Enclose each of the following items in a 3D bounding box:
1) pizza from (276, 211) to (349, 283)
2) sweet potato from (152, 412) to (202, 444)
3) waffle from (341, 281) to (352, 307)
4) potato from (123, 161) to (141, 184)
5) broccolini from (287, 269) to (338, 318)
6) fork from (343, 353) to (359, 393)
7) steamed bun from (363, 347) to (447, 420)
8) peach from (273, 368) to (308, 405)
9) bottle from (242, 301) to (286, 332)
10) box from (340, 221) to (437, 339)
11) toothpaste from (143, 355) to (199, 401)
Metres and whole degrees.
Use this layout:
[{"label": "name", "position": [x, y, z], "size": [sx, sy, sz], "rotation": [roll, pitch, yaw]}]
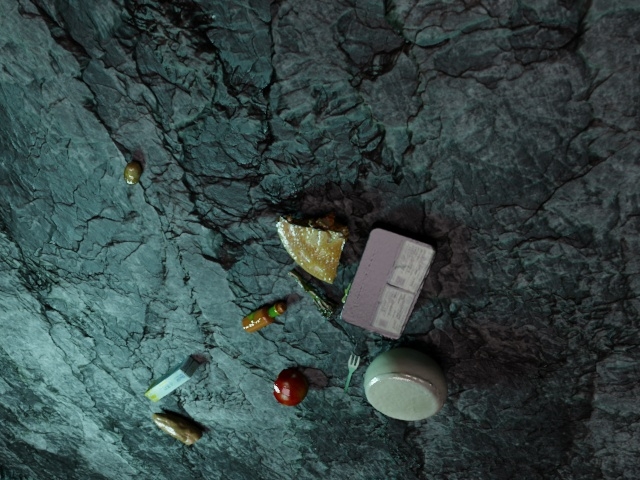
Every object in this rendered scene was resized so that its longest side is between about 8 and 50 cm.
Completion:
[{"label": "pizza", "position": [0.000, 0.000, 1.533], "size": [0.229, 0.081, 0.289], "rotation": [-28, 114, 37]}, {"label": "sweet potato", "position": [-0.673, 0.875, 2.338], "size": [0.252, 0.097, 0.097], "rotation": [28, 127, -5]}, {"label": "waffle", "position": [0.187, 0.199, 1.638], "size": [0.224, 0.054, 0.204], "rotation": [23, 127, 1]}, {"label": "potato", "position": [-0.593, -0.212, 1.583], "size": [0.051, 0.040, 0.083], "rotation": [13, 125, -22]}, {"label": "broccolini", "position": [-0.031, 0.179, 1.701], "size": [0.216, 0.058, 0.067], "rotation": [43, 90, -6]}, {"label": "fork", "position": [0.112, 0.521, 1.907], "size": [0.039, 0.021, 0.235], "rotation": [16, 127, 9]}, {"label": "steamed bun", "position": [0.295, 0.479, 1.725], "size": [0.283, 0.177, 0.282], "rotation": [9, 130, 10]}, {"label": "peach", "position": [-0.116, 0.579, 1.966], "size": [0.151, 0.151, 0.118], "rotation": [21, 172, 1]}, {"label": "bottle", "position": [-0.197, 0.269, 1.793], "size": [0.187, 0.069, 0.069], "rotation": [-30, 112, 29]}, {"label": "box", "position": [0.205, 0.129, 1.537], "size": [0.211, 0.058, 0.350], "rotation": [19, 113, 2]}, {"label": "toothpaste", "position": [-0.634, 0.595, 2.136], "size": [0.071, 0.089, 0.313], "rotation": [46, 124, -11]}]
